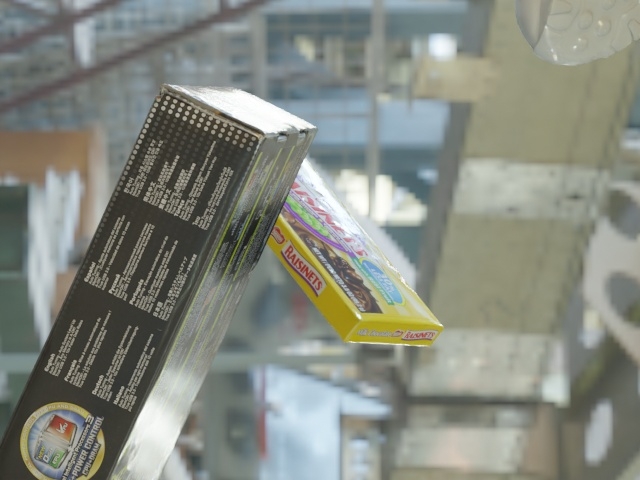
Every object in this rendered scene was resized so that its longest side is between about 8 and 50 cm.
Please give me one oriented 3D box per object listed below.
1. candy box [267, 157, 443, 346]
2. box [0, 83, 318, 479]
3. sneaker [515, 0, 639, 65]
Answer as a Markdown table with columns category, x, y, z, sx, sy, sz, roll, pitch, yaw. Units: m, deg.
| category | x | y | z | sx | sy | sz | roll | pitch | yaw |
| --- | --- | --- | --- | --- | --- | --- | --- | --- | --- |
| candy box | 0.000 | 0.000 | 1.437 | 0.027 | 0.105 | 0.206 | -51 | -122 | 21 |
| box | -0.093 | 0.049 | 1.024 | 0.216 | 0.060 | 0.270 | -30 | 145 | -81 |
| sneaker | 0.129 | -0.197 | 0.885 | 0.090 | 0.095 | 0.235 | 13 | 93 | -46 |
